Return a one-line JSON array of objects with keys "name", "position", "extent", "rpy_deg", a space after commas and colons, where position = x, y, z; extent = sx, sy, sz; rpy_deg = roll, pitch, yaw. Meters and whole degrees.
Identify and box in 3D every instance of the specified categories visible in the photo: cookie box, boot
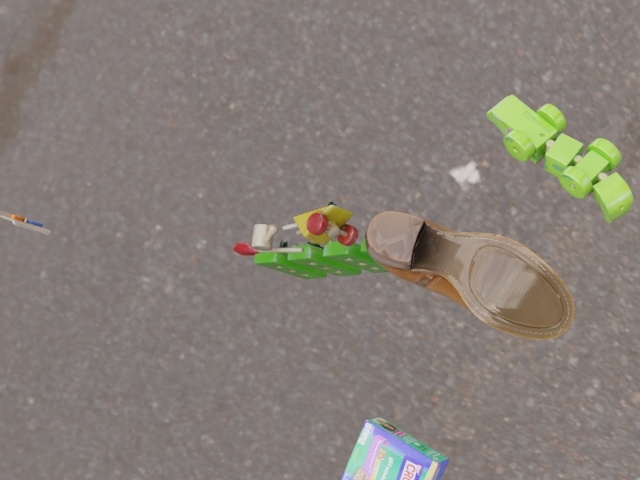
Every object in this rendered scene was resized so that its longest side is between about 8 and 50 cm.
[{"name": "cookie box", "position": [0.091, 0.283, 1.263], "extent": [0.107, 0.040, 0.092], "rpy_deg": [27, 103, 26]}, {"name": "boot", "position": [0.134, 0.028, 0.931], "extent": [0.197, 0.152, 0.073], "rpy_deg": [29, 89, 10]}]

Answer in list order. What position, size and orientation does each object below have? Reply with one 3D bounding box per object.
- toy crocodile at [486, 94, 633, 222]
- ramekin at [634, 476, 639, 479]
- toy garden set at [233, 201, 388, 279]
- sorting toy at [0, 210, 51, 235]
[{"name": "toy crocodile", "position": [0.468, -0.167, 2.008], "extent": [0.115, 0.105, 0.340], "rpy_deg": [-43, 65, -15]}, {"name": "ramekin", "position": [0.536, 0.368, 1.369], "extent": [0.303, 0.303, 0.148], "rpy_deg": [-30, 76, 23]}, {"name": "toy garden set", "position": [0.000, 0.000, 1.373], "extent": [0.244, 0.204, 0.049], "rpy_deg": [-7, 71, 43]}, {"name": "sorting toy", "position": [-0.373, -0.028, 1.239], "extent": [0.062, 0.083, 0.012], "rpy_deg": [21, 89, 40]}]
